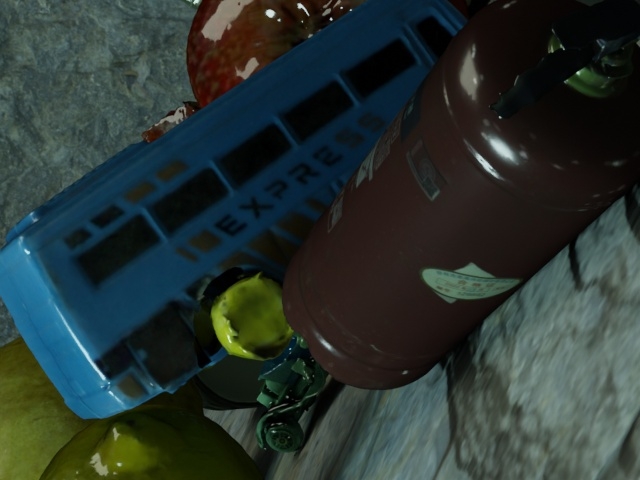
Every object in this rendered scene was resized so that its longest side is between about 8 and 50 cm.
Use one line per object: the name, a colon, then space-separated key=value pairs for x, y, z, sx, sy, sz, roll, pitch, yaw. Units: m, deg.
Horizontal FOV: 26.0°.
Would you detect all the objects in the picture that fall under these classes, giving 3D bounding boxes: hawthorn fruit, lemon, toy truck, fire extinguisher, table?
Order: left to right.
lemon: x=-0.119 y=0.224 z=0.977 sx=0.184 sy=0.184 sz=0.248 roll=-73 pitch=-8 yaw=-61
table: x=-0.090 y=0.111 z=1.429 sx=0.126 sy=0.126 sz=0.220 roll=-63 pitch=7 yaw=-12
toy truck: x=-0.032 y=-0.032 z=0.963 sx=0.385 sy=0.162 sz=0.161 roll=-36 pitch=6 yaw=-23
toy truck: x=-0.019 y=0.099 z=1.150 sx=0.154 sy=0.078 sz=0.080 roll=-58 pitch=6 yaw=32
hawthorn fruit: x=0.006 y=-0.175 z=1.353 sx=0.299 sy=0.275 sz=0.275 roll=107 pitch=-171 yaw=-71
fire extinguisher: x=0.079 y=-0.029 z=0.727 sx=0.135 sy=0.114 sz=0.337 roll=-34 pitch=-11 yaw=-35

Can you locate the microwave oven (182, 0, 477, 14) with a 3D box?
microwave oven: x=0.059 y=-0.398 z=1.515 sx=0.394 sy=0.333 sz=0.247 roll=-57 pitch=11 yaw=25

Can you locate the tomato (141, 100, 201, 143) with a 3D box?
tomato: x=-0.071 y=-0.037 z=1.644 sx=0.170 sy=0.309 sz=0.309 roll=-21 pitch=-28 yaw=-49

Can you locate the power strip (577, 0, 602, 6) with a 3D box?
power strip: x=0.144 y=-0.100 z=0.939 sx=0.252 sy=0.027 sz=0.060 roll=-65 pitch=6 yaw=-27

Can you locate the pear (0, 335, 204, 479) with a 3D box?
pear: x=-0.237 y=0.235 z=1.250 sx=0.304 sy=0.304 sz=0.304 roll=-60 pitch=7 yaw=12
